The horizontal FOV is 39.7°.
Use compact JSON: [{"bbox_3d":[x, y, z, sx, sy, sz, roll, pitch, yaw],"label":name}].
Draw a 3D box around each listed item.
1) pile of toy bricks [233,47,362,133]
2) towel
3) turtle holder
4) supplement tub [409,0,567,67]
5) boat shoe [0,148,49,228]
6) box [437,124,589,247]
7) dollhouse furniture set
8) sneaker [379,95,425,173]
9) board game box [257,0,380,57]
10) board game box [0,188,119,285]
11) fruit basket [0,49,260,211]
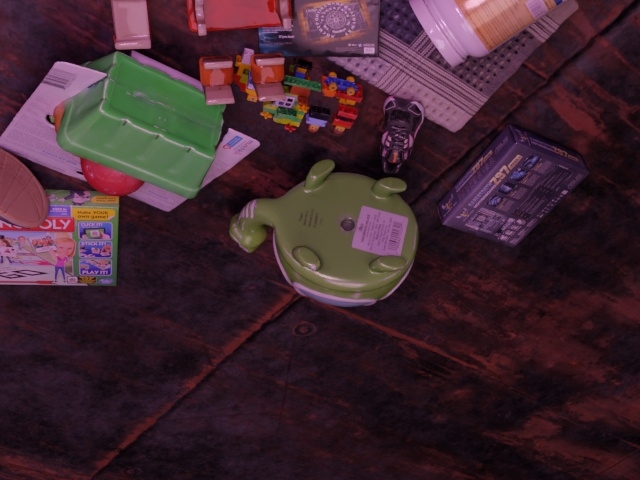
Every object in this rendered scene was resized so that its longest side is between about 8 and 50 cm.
[{"bbox_3d":[-0.044,-0.221,1.436,0.212,0.118,0.105,11,143,-16],"label":"pile of toy bricks"},{"bbox_3d":[0.199,-0.346,1.409,0.324,0.056,0.312,25,123,-30],"label":"towel"},{"bbox_3d":[0.011,0.015,1.608,0.320,0.243,0.227,-12,155,-11],"label":"turtle holder"},{"bbox_3d":[0.243,-0.355,1.269,0.200,0.144,0.144,-32,133,18],"label":"supplement tub"},{"bbox_3d":[-0.581,-0.111,1.455,0.092,0.103,0.285,-17,138,42],"label":"boat shoe"},{"bbox_3d":[0.363,-0.098,1.688,0.183,0.059,0.232,16,132,-26],"label":"box"},{"bbox_3d":[-0.170,-0.339,1.266,0.259,0.135,0.262,-6,118,-9],"label":"dollhouse furniture set"},{"bbox_3d":[0.136,-0.172,1.506,0.072,0.077,0.178,9,155,8],"label":"sneaker"},{"bbox_3d":[-0.003,-0.340,1.335,0.186,0.026,0.126,2,123,4],"label":"board game box"},{"bbox_3d":[-0.531,-0.004,1.615,0.317,0.046,0.213,1,137,-13],"label":"board game box"},{"bbox_3d":[-0.316,-0.162,1.419,0.327,0.165,0.353,21,159,-27],"label":"fruit basket"}]
